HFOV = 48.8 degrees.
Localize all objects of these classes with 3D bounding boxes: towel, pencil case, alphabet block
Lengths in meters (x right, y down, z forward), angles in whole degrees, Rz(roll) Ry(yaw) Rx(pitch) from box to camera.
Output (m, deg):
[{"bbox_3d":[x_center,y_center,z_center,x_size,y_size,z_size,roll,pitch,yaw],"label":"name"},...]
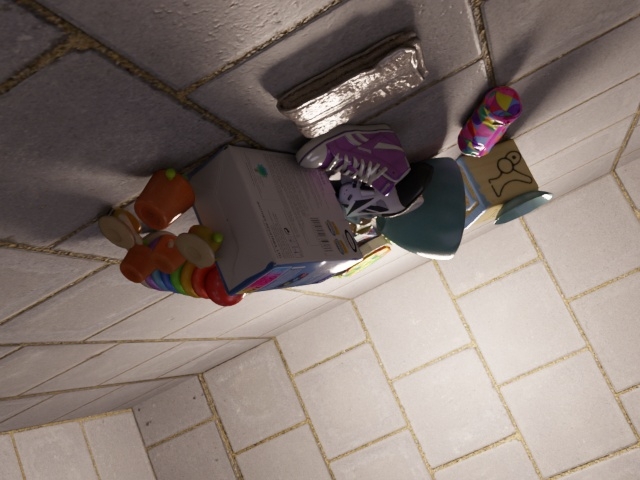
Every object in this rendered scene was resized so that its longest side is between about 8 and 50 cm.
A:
[{"bbox_3d":[0.068,-0.285,1.332,0.282,0.049,0.187,-26,165,10],"label":"towel"},{"bbox_3d":[0.425,-0.295,1.789,0.104,0.105,0.236,-21,167,-12],"label":"pencil case"},{"bbox_3d":[0.527,-0.176,2.215,0.197,0.193,0.193,-19,167,-16],"label":"alphabet block"}]

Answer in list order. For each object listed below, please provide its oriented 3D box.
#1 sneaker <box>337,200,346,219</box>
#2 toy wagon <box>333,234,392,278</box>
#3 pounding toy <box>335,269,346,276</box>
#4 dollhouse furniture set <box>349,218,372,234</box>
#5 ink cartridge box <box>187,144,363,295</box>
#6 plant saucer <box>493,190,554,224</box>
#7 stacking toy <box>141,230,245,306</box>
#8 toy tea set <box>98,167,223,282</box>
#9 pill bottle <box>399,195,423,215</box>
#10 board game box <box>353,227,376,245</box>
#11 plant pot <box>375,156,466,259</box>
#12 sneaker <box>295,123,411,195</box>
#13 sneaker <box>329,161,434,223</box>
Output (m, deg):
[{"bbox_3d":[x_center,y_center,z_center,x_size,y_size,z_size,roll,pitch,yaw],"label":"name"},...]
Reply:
[{"bbox_3d":[-0.036,0.007,1.865,0.318,0.127,0.208,-15,136,29],"label":"sneaker"},{"bbox_3d":[0.170,0.057,2.669,0.267,0.068,0.344,-33,170,9],"label":"toy wagon"},{"bbox_3d":[-0.002,0.009,1.974,0.094,0.206,0.181,-13,163,-37],"label":"pounding toy"},{"bbox_3d":[0.065,-0.065,2.030,0.160,0.101,0.182,-23,166,-4],"label":"dollhouse furniture set"},{"bbox_3d":[-0.073,-0.042,1.533,0.151,0.270,0.395,-31,164,32],"label":"ink cartridge box"},{"bbox_3d":[0.604,-0.108,2.125,0.194,0.038,0.195,-22,166,-6],"label":"plant saucer"},{"bbox_3d":[-0.275,0.072,1.558,0.141,0.141,0.330,-11,-162,-44],"label":"stacking toy"},{"bbox_3d":[-0.324,-0.028,1.435,0.336,0.200,0.124,-17,-149,45],"label":"toy tea set"},{"bbox_3d":[0.201,-0.149,1.839,0.086,0.152,0.086,-22,166,-6],"label":"pill bottle"},{"bbox_3d":[0.084,0.012,2.488,0.201,0.035,0.136,-32,164,28],"label":"board game box"},{"bbox_3d":[0.261,-0.091,1.980,0.195,0.290,0.290,0,161,-10],"label":"plant pot"},{"bbox_3d":[0.088,-0.168,1.555,0.282,0.161,0.102,-15,159,-34],"label":"sneaker"},{"bbox_3d":[0.126,-0.134,1.728,0.146,0.123,0.330,38,145,-26],"label":"sneaker"}]
